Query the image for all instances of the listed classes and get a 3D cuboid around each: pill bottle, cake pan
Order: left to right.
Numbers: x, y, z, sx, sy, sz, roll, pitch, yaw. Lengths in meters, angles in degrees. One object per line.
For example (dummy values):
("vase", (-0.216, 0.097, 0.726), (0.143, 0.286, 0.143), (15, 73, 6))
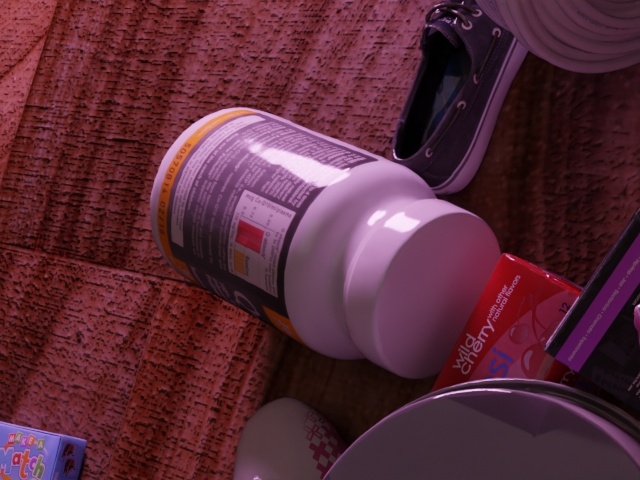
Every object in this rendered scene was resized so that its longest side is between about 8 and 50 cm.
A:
("pill bottle", (0.000, 0.000, 1.117), (0.278, 0.162, 0.162), (26, 92, 46))
("cake pan", (0.101, 0.220, 0.867), (0.293, 0.054, 0.293), (-10, 65, 21))

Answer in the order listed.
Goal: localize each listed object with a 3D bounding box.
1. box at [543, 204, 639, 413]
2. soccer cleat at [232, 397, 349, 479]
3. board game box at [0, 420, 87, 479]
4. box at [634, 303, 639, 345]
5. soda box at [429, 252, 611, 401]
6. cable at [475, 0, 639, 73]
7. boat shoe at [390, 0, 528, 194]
("box", (0.242, 0.067, 0.896), (0.162, 0.029, 0.116), (34, 100, 8))
("soccer cleat", (-0.024, 0.258, 1.053), (0.116, 0.143, 0.331), (-34, 53, 29))
("board game box", (-0.316, 0.288, 1.389), (0.160, 0.039, 0.212), (3, 78, 43))
("box", (0.299, 0.084, 0.707), (0.243, 0.213, 0.117), (-23, 55, 1))
("soda box", (0.120, 0.148, 0.996), (0.083, 0.092, 0.263), (32, 97, 44))
("cable", (0.200, -0.248, 0.958), (0.257, 0.257, 0.089), (-42, 41, -8))
("boat shoe", (0.111, -0.153, 1.133), (0.080, 0.076, 0.229), (19, 88, 45))
